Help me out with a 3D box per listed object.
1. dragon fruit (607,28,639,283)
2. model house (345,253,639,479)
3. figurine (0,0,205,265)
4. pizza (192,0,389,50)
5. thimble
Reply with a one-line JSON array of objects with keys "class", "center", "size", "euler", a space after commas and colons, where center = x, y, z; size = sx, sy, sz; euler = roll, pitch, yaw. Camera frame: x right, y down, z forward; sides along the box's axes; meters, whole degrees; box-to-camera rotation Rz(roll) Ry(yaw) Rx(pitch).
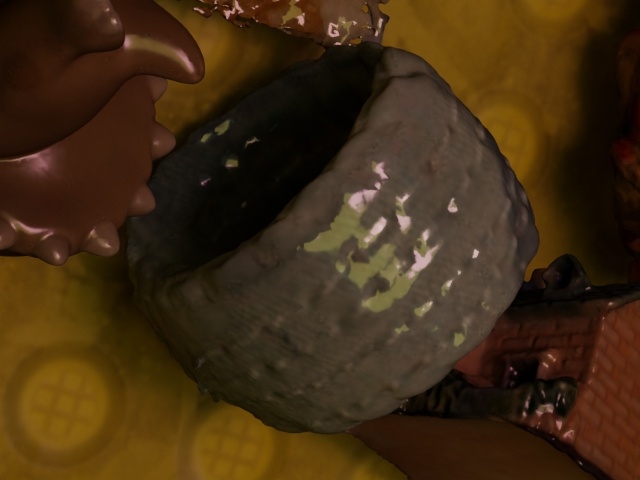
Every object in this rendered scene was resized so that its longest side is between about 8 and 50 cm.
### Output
[{"class": "dragon fruit", "center": [0.338, -0.035, 1.345], "size": [0.314, 0.296, 0.263], "euler": [33, 87, -19]}, {"class": "model house", "center": [0.133, 0.077, 1.302], "size": [0.166, 0.183, 0.172], "euler": [42, 60, -40]}, {"class": "figurine", "center": [-0.152, -0.077, 1.119], "size": [0.247, 0.177, 0.173], "euler": [-31, 122, 27]}, {"class": "pizza", "center": [-0.112, -0.344, 1.180], "size": [0.435, 0.080, 0.392], "euler": [12, 93, -29]}, {"class": "thimble", "center": [0.000, 0.000, 1.223], "size": [0.250, 0.205, 0.172], "euler": [-35, 117, 12]}]
